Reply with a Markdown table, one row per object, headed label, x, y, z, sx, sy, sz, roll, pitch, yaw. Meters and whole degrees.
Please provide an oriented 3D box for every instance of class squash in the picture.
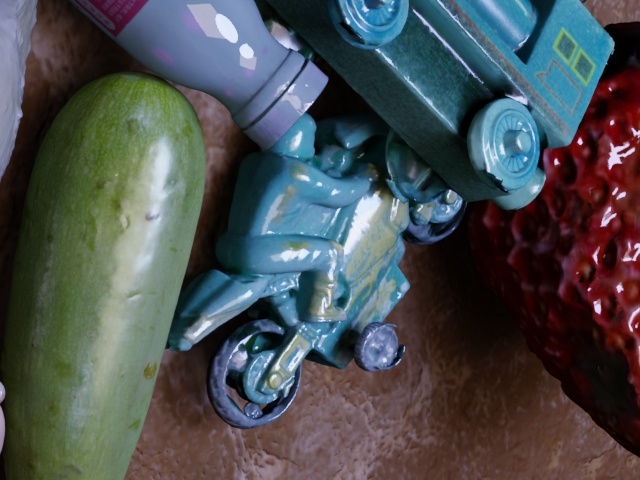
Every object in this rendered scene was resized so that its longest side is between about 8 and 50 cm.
| label | x | y | z | sx | sy | sz | roll | pitch | yaw |
| --- | --- | --- | --- | --- | --- | --- | --- | --- | --- |
| squash | -0.164 | 0.064 | 1.235 | 0.118 | 0.118 | 0.370 | 10 | 96 | -42 |

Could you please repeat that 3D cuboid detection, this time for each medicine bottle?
| label | x | y | z | sx | sy | sz | roll | pitch | yaw |
| --- | --- | --- | --- | --- | --- | --- | --- | --- | --- |
| medicine bottle | -0.096 | -0.156 | 1.200 | 0.217 | 0.090 | 0.090 | 41 | 71 | -10 |

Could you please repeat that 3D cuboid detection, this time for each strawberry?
| label | x | y | z | sx | sy | sz | roll | pitch | yaw |
| --- | --- | --- | --- | --- | --- | --- | --- | --- | --- |
| strawberry | 0.247 | 0.012 | 1.472 | 0.292 | 0.292 | 0.310 | 42 | 71 | -39 |

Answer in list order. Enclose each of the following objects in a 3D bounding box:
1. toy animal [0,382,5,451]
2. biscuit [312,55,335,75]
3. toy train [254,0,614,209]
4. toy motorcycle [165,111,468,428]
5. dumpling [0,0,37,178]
| label | x | y | z | sx | sy | sz | roll | pitch | yaw |
| --- | --- | --- | --- | --- | --- | --- | --- | --- | --- |
| toy animal | -0.255 | 0.140 | 1.193 | 0.091 | 0.082 | 0.114 | 18 | 89 | -40 |
| biscuit | -0.011 | -0.258 | 1.305 | 0.305 | 0.038 | 0.305 | -14 | 117 | -30 |
| toy train | 0.079 | -0.160 | 1.305 | 0.298 | 0.120 | 0.194 | 43 | 60 | -30 |
| toy motorcycle | -0.001 | 0.001 | 1.364 | 0.296 | 0.109 | 0.198 | -51 | 125 | -21 |
| dumpling | -0.256 | -0.053 | 1.112 | 0.243 | 0.175 | 0.227 | -18 | 142 | -23 |
